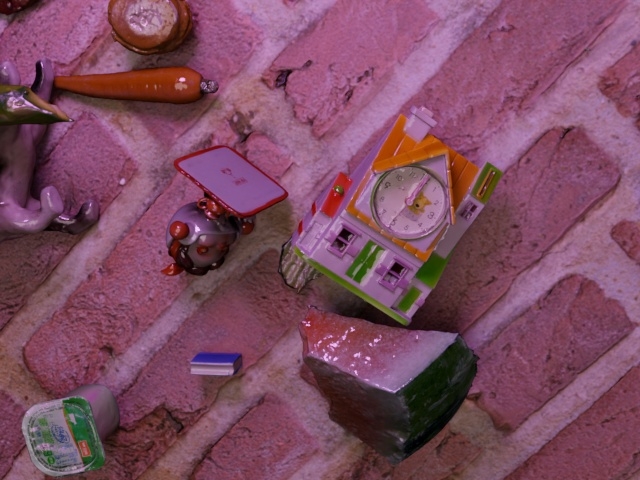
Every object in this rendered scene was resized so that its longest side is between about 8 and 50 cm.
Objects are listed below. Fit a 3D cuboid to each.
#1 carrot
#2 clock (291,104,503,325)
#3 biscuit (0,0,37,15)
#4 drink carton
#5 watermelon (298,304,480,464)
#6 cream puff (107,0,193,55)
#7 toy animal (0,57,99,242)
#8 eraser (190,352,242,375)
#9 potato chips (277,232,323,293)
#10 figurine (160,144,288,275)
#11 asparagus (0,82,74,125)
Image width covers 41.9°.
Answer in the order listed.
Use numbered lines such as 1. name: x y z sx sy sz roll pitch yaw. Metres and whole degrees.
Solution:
1. carrot: -0.338 -0.276 1.484 0.336 0.069 0.069 3 101 13
2. clock: 0.131 -0.056 1.376 0.235 0.166 0.309 32 102 -10
3. biscuit: -0.571 -0.500 1.489 0.192 0.049 0.192 3 103 13
4. drink carton: -0.461 0.348 1.583 0.144 0.142 0.146 -13 99 10
5. watermelon: 0.106 0.257 1.422 0.302 0.151 0.264 9 145 16
6. cream puff: -0.288 -0.383 1.433 0.144 0.103 0.126 7 107 8
7. toy animal: -0.601 -0.140 1.487 0.303 0.194 0.344 -13 99 12
8. eraser: -0.193 0.229 1.552 0.085 0.063 0.027 0 99 9
9. potato chips: 0.000 0.000 1.492 0.092 0.028 0.207 42 104 0
10. figurine: -0.202 -0.023 1.463 0.160 0.183 0.226 39 117 10
11. asparagus: -0.569 -0.215 1.337 0.343 0.082 0.085 -2 98 2
